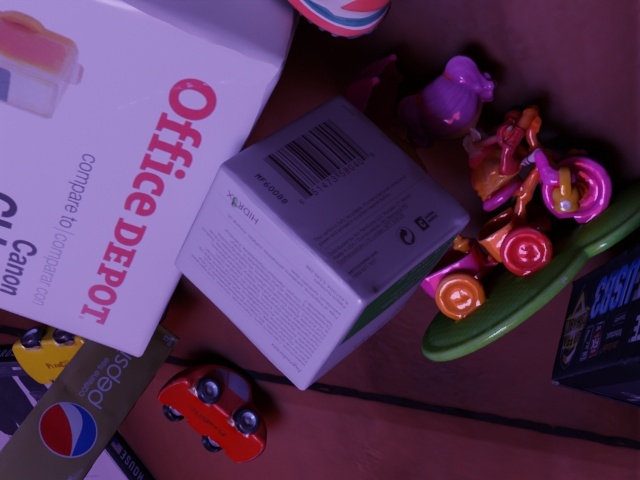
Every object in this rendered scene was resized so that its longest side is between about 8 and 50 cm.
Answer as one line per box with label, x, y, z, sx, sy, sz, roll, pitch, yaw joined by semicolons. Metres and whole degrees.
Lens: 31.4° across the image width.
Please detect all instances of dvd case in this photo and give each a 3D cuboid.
dvd case;-0.273;0.201;1.138;0.179;0.029;0.239;-8;126;35

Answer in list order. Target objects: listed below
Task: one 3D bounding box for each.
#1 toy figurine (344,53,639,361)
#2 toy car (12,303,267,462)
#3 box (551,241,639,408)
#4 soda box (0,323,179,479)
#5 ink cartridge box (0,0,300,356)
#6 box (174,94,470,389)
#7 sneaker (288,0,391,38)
toy figurine;0.082;-0.042;0.660;0.173;0.130;0.159;-35;99;23
toy car;-0.143;0.065;0.918;0.239;0.053;0.225;19;136;13
box;0.281;0.068;0.529;0.293;0.073;0.295;16;170;3
soda box;-0.175;0.127;0.818;0.058;0.181;0.061;36;137;-5
ink cartridge box;-0.223;-0.122;0.633;0.384;0.160;0.279;21;138;-11
box;0.000;0.000;0.595;0.102;0.101;0.087;44;137;11
sneaker;-0.028;-0.158;0.512;0.161;0.057;0.075;32;160;-5
